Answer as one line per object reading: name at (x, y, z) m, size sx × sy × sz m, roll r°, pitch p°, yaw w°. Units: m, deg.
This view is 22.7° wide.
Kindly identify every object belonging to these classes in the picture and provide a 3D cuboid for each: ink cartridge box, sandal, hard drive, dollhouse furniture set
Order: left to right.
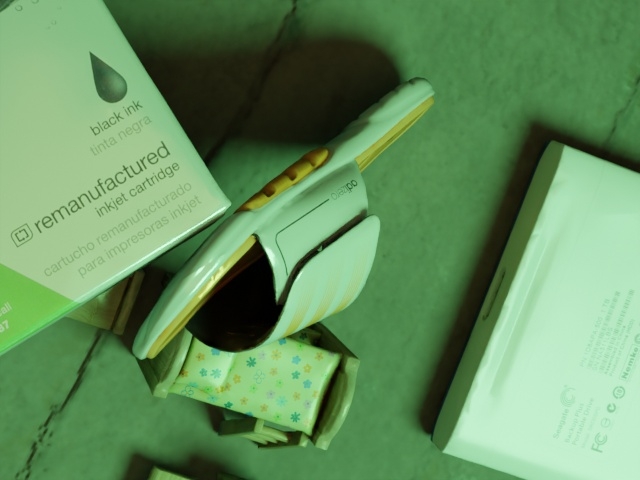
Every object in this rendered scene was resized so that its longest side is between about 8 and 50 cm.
ink cartridge box at (-0.203, -0.078, 0.853) m, size 0.198 × 0.115 × 0.273 m, roll -32°, pitch 92°, yaw -6°
dollhouse furniture set at (-0.094, 0.108, 0.947) m, size 0.182 × 0.101 × 0.161 m, roll 19°, pitch 95°, yaw -16°
sandal at (0.005, -0.005, 0.896) m, size 0.076 × 0.102 × 0.265 m, roll 46°, pitch 52°, yaw 4°
hard drive at (0.255, 0.086, 1.057) m, size 0.318 × 0.040 × 0.210 m, roll 20°, pitch 95°, yaw -15°
